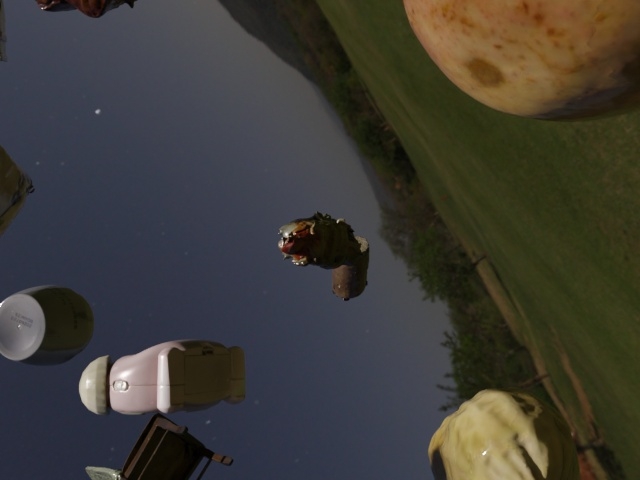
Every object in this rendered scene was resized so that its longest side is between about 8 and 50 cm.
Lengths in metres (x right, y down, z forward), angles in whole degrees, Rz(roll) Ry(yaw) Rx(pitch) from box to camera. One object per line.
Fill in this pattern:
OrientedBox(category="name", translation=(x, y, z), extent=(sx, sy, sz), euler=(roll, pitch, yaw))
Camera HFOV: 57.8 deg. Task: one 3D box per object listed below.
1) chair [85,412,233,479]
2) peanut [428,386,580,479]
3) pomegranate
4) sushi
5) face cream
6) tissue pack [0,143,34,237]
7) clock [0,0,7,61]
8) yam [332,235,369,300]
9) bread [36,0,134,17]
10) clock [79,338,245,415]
OrientedBox(category="chair", translation=(-0.354, 0.490, 1.254), extent=(0.160, 0.319, 0.186), euler=(44, -120, -25))
OrientedBox(category="peanut", translation=(0.198, 0.255, 0.656), extent=(0.306, 0.146, 0.147), euler=(90, 154, -64))
OrientedBox(category="pomegranate", translation=(0.189, -0.265, 0.438), extent=(0.338, 0.338, 0.338), euler=(55, -170, -15))
OrientedBox(category="sushi", translation=(-0.003, -0.002, 1.055), extent=(0.103, 0.097, 0.226), euler=(19, -172, 31))
OrientedBox(category="face cream", translation=(-0.395, 0.121, 0.830), extent=(0.117, 0.117, 0.104), euler=(60, -169, 13))
OrientedBox(category="tissue pack", translation=(-0.441, -0.047, 0.580), extent=(0.125, 0.243, 0.344), euler=(29, 161, -3))
OrientedBox(category="clock", translation=(-0.708, -0.495, 1.039), extent=(0.166, 0.235, 0.310), euler=(-145, 58, -69))
OrientedBox(category="yam", translation=(0.061, 0.057, 1.206), extent=(0.127, 0.084, 0.084), euler=(87, 164, -48))
OrientedBox(category="bread", translation=(-0.288, -0.375, 0.669), extent=(0.135, 0.246, 0.232), euler=(-36, -70, -49))
OrientedBox(category="clock", translation=(-0.402, 0.359, 1.491), extent=(0.342, 0.325, 0.184), euler=(23, -122, -54))
